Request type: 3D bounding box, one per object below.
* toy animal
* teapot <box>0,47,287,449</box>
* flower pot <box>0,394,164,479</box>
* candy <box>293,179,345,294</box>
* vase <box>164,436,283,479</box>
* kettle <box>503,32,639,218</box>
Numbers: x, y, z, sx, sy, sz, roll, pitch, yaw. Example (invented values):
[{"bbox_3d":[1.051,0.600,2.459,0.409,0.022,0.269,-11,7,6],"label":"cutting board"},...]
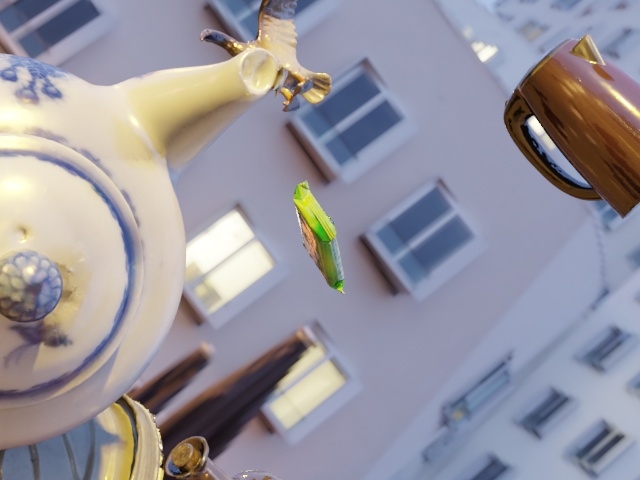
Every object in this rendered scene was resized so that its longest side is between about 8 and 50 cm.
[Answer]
[{"bbox_3d":[-0.071,-0.245,1.741,0.160,0.272,0.197,45,24,11],"label":"toy animal"},{"bbox_3d":[-0.202,0.012,0.824,0.252,0.424,0.280,55,-13,-18],"label":"teapot"},{"bbox_3d":[-0.243,0.197,1.027,0.140,0.235,0.235,35,-5,-32],"label":"flower pot"},{"bbox_3d":[-0.001,0.001,1.807,0.102,0.032,0.178,60,-9,26],"label":"candy"},{"bbox_3d":[-0.106,0.295,1.522,0.183,0.120,0.120,52,-13,-33],"label":"vase"},{"bbox_3d":[0.362,-0.148,1.773,0.232,0.144,0.202,48,-39,10],"label":"kettle"}]
